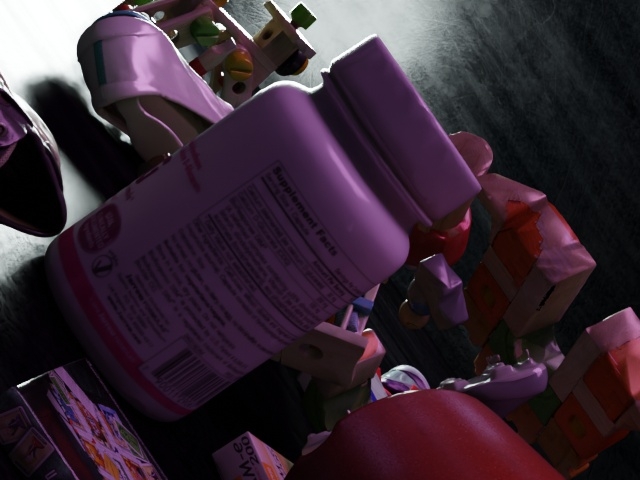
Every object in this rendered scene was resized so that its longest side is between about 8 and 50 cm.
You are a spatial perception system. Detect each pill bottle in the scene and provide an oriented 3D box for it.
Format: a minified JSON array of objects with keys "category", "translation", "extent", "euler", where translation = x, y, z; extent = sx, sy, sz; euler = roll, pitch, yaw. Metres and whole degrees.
[{"category":"pill bottle","translation":[-0.039,-0.011,0.976],"extent":[0.160,0.283,0.160],"euler":[55,6,-9]}]

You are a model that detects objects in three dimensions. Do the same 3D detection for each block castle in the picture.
[{"category":"block castle","translation":[0.121,0.144,1.282],"extent":[0.453,0.303,0.213],"euler":[58,-26,24]}]

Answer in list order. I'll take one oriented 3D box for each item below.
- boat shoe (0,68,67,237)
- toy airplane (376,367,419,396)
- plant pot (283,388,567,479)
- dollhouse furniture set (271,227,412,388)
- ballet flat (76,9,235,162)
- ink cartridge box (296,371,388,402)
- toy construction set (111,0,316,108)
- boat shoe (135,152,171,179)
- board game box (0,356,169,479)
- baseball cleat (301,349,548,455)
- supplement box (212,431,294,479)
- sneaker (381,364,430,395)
[{"category":"boat shoe","translation":[-0.218,-0.068,0.861],"extent":[0.073,0.080,0.223],"euler":[53,0,28]},{"category":"toy airplane","translation":[0.102,0.222,1.839],"extent":[0.151,0.028,0.151],"euler":[26,36,-21]},{"category":"plant pot","translation":[0.104,0.254,0.914],"extent":[0.272,0.272,0.265],"euler":[51,0,-38]},{"category":"dollhouse furniture set","translation":[0.000,0.000,1.103],"extent":[0.128,0.129,0.184],"euler":[20,-38,2]},{"category":"ballet flat","translation":[-0.136,-0.097,1.546],"extent":[0.400,0.139,0.139],"euler":[43,14,-48]},{"category":"ink cartridge box","translation":[0.067,0.239,1.513],"extent":[0.165,0.065,0.333],"euler":[48,11,-49]},{"category":"toy construction set","translation":[-0.127,-0.265,1.860],"extent":[0.257,0.237,0.309],"euler":[54,7,-17]},{"category":"boat shoe","translation":[-0.078,-0.010,1.438],"extent":[0.123,0.120,0.324],"euler":[59,7,32]},{"category":"board game box","translation":[-0.087,0.186,0.769],"extent":[0.260,0.030,0.136],"euler":[56,4,3]},{"category":"baseball cleat","translation":[0.091,0.164,1.071],"extent":[0.072,0.205,0.109],"euler":[-4,72,-76]},{"category":"supplement box","translation":[-0.038,0.194,1.056],"extent":[0.062,0.036,0.098],"euler":[61,8,34]},{"category":"sneaker","translation":[0.139,0.281,1.906],"extent":[0.098,0.083,0.224],"euler":[-7,58,-56]}]
